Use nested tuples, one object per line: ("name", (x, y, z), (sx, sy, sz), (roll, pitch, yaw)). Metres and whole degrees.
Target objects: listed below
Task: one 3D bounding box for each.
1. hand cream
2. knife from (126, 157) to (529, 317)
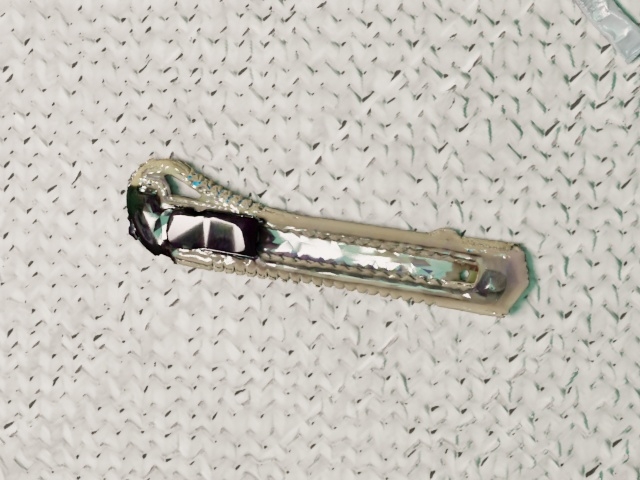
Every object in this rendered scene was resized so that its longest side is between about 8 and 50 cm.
("hand cream", (0.231, -0.186, 1.271), (0.030, 0.019, 0.093), (-43, 94, 13))
("knife", (-0.002, 0.001, 1.333), (0.365, 0.043, 0.089), (11, 101, 11))
